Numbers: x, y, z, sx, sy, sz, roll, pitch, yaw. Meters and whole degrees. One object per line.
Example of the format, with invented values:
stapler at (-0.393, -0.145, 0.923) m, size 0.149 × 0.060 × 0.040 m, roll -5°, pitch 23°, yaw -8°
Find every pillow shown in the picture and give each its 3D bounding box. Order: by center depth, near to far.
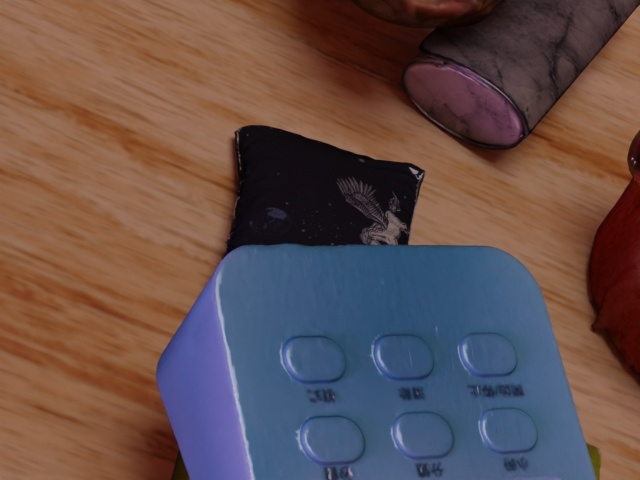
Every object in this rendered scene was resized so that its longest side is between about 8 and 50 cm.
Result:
pillow at (0.000, 0.000, 1.204) m, size 0.141 × 0.055 × 0.208 m, roll 15°, pitch 41°, yaw -8°

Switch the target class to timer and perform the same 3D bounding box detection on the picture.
timer at (0.050, 0.127, 0.982) m, size 0.231 × 0.091 × 0.250 m, roll 0°, pitch 53°, yaw -33°

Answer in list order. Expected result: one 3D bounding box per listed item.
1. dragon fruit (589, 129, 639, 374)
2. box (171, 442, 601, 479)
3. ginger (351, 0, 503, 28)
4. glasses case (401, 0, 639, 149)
dragon fruit at (0.367, 0.007, 1.300) m, size 0.305 × 0.226 × 0.305 m, roll 16°, pitch 43°, yaw -15°
box at (0.041, 0.156, 1.061) m, size 0.260 × 0.062 × 0.175 m, roll 23°, pitch 41°, yaw -10°
ginger at (0.064, -0.281, 1.414) m, size 0.256 × 0.176 × 0.375 m, roll 15°, pitch 29°, yaw -26°
glasses case at (0.177, -0.173, 1.485) m, size 0.114 × 0.060 × 0.299 m, roll 32°, pitch 39°, yaw 9°
